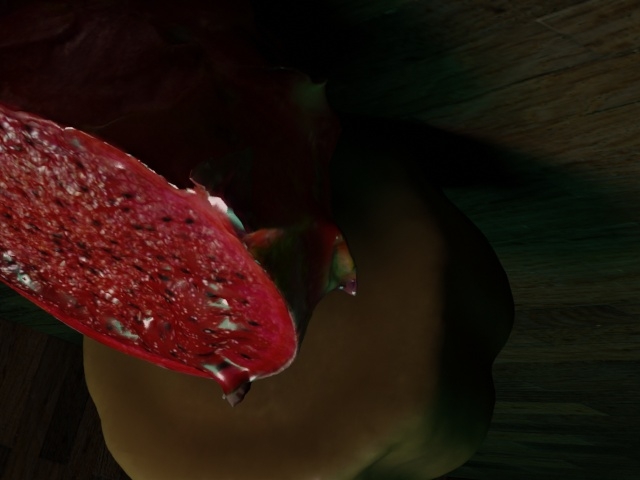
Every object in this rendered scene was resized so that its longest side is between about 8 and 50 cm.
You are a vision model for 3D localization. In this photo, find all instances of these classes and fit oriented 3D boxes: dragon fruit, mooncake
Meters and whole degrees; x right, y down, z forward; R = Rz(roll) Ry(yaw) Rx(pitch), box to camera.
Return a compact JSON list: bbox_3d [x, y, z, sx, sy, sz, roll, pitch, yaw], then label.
[{"bbox_3d":[-0.133,-0.071,1.122,0.371,0.249,0.386,43,151,-28],"label":"dragon fruit"},{"bbox_3d":[-0.013,0.086,1.316,0.378,0.378,0.201,8,162,29],"label":"mooncake"}]
